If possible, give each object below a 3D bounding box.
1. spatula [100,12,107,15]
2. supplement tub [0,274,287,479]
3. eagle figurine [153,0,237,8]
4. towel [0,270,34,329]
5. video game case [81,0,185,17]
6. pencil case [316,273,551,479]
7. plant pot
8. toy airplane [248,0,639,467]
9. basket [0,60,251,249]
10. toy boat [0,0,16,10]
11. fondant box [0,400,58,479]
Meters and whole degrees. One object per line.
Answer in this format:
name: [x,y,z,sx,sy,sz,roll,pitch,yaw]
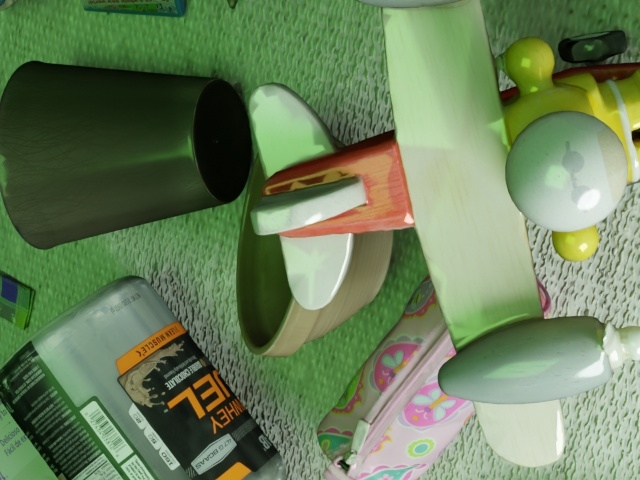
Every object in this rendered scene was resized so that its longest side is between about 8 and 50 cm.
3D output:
spatula: [-0.294,-0.375,1.297,0.242,0.019,0.168,36,124,14]
supplement tub: [-0.179,0.224,1.310,0.207,0.207,0.338,-40,86,31]
eagle figurine: [-0.079,-0.379,1.089,0.226,0.225,0.298,-12,112,38]
towel: [-0.391,0.070,1.486,0.083,0.009,0.060,26,115,19]
video game case: [-0.210,-0.303,1.226,0.119,0.015,0.166,7,136,19]
pencil case: [0.105,0.131,1.186,0.124,0.124,0.284,40,118,11]
plant pot: [0.000,0.000,1.175,0.109,0.237,0.237,8,115,-17]
toy airplane: [0.129,-0.061,0.939,0.386,0.272,0.384,32,90,-15]
basket: [-0.200,-0.098,1.259,0.226,0.154,0.205,-3,88,23]
toy boat: [-0.383,-0.349,1.188,0.268,0.148,0.318,57,157,-15]
fondant box: [-0.310,0.318,1.473,0.238,0.096,0.330,-41,84,31]
